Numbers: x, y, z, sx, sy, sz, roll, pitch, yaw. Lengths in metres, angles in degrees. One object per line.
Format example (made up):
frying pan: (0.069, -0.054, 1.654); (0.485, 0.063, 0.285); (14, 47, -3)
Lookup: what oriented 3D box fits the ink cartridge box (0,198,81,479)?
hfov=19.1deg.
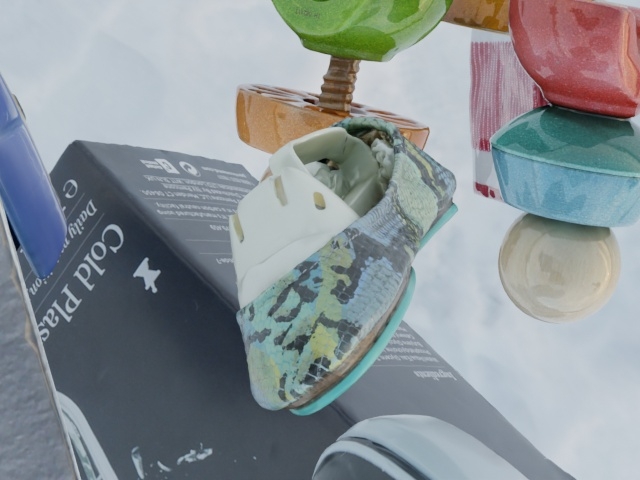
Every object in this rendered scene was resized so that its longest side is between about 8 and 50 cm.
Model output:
ink cartridge box: (-0.232, -0.001, 0.485); (0.303, 0.072, 0.307); (-17, 93, -31)

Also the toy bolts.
toy bolts: (0.091, -0.052, 0.978); (0.218, 0.228, 0.158); (1, 103, -45)

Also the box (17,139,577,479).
box: (-0.119, 0.246, 1.681); (0.480, 0.472, 0.297); (-55, 155, 16)

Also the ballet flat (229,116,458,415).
ballet flat: (0.000, 0.000, 0.638); (0.070, 0.188, 0.070); (3, 106, 10)

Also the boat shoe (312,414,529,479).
boat shoe: (0.049, 0.191, 0.596); (0.119, 0.335, 0.121); (-9, 136, -21)

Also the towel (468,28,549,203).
towel: (0.135, -0.186, 1.321); (0.037, 0.237, 0.329); (-1, 97, -8)

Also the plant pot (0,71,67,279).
plant pot: (-0.313, -0.061, 1.319); (0.212, 0.236, 0.236); (-26, 154, -9)
